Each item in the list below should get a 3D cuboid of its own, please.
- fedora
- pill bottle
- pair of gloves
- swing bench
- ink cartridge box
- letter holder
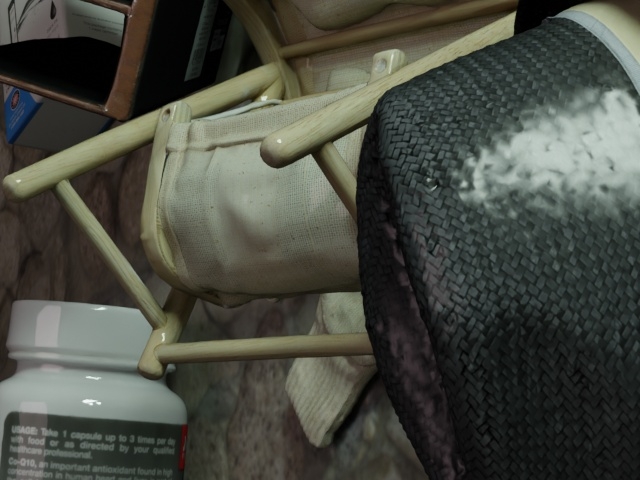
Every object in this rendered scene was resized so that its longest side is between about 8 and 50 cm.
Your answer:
[{"bbox_3d":[0.106,0.028,0.756,0.334,0.152,0.334,167,90,-79],"label":"fedora"},{"bbox_3d":[-0.190,0.195,1.287,0.161,0.161,0.283,-5,78,58],"label":"pill bottle"},{"bbox_3d":[0.000,0.000,1.142,0.204,0.042,0.240,-57,40,33],"label":"pair of gloves"},{"bbox_3d":[-0.003,-0.060,0.976,0.253,0.165,0.255,-6,36,47],"label":"swing bench"},{"bbox_3d":[-0.243,-0.207,1.541,0.148,0.086,0.203,-44,48,45],"label":"ink cartridge box"},{"bbox_3d":[-0.190,-0.203,1.205,0.302,0.214,0.152,-55,-20,-77],"label":"letter holder"}]
